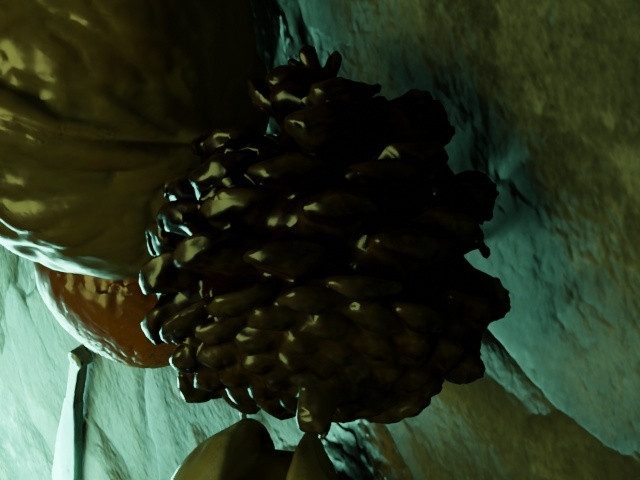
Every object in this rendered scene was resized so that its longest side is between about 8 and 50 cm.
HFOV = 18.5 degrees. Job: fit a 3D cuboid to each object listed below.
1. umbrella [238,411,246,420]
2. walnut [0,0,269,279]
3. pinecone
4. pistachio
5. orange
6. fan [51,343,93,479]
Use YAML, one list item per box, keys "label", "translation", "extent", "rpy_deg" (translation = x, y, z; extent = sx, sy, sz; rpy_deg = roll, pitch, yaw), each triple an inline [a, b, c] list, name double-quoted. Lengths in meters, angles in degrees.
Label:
- label: "umbrella"
  translation: [-0.072, 0.131, 1.734]
  extent: [0.031, 0.020, 0.083]
  rpy_deg: [25, 133, 56]
- label: "walnut"
  translation: [-0.178, -0.124, 1.449]
  extent: [0.313, 0.252, 0.277]
  rpy_deg: [29, 90, 35]
- label: "pinecone"
  translation: [0.011, 0.004, 1.281]
  extent: [0.243, 0.243, 0.257]
  rpy_deg: [4, 69, 61]
- label: "pistachio"
  translation: [-0.057, 0.284, 1.630]
  extent: [0.193, 0.214, 0.318]
  rpy_deg: [16, 121, 6]
- label: "orange"
  translation: [-0.140, 0.014, 1.614]
  extent: [0.193, 0.193, 0.161]
  rpy_deg: [46, 172, 40]
- label: "fan"
  translation: [-0.270, 0.208, 2.154]
  extent: [0.057, 0.023, 0.282]
  rpy_deg: [58, 151, 29]
